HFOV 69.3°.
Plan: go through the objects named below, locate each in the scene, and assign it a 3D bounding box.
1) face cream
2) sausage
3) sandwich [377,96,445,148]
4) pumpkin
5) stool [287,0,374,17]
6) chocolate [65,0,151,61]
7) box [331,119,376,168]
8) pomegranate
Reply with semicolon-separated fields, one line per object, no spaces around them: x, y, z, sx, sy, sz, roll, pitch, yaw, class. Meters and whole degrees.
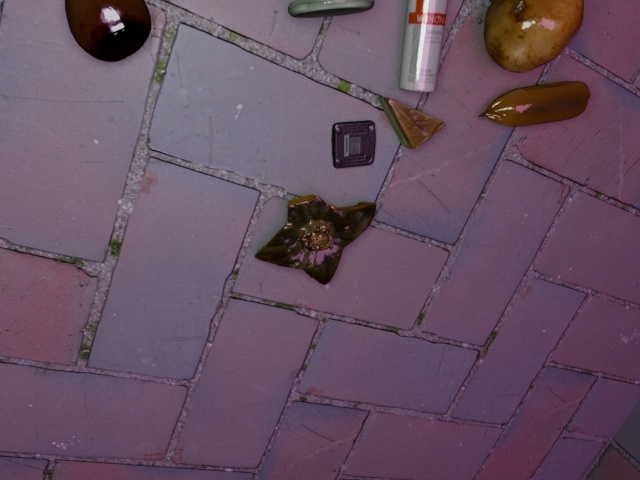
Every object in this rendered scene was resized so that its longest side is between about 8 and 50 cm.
0.263;-0.555;1.154;0.101;0.102;0.346;-5;115;-15;face cream
0.615;-0.389;1.334;0.328;0.112;0.112;-10;115;-10;sausage
0.246;-0.349;1.253;0.113;0.079;0.163;-37;116;-1;sandwich
-0.007;-0.021;1.308;0.258;0.095;0.290;23;108;-28;pumpkin
0.019;-0.604;1.012;0.195;0.195;0.199;-8;110;-13;stool
-0.443;-0.470;0.959;0.176;0.177;0.177;-6;114;-14;chocolate
0.093;-0.264;1.271;0.125;0.027;0.126;-8;115;-14;box
0.533;-0.554;1.171;0.248;0.248;0.248;-6;114;-14;pomegranate
